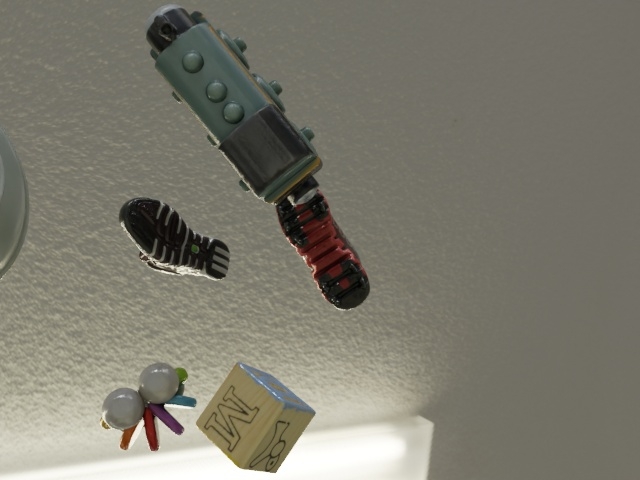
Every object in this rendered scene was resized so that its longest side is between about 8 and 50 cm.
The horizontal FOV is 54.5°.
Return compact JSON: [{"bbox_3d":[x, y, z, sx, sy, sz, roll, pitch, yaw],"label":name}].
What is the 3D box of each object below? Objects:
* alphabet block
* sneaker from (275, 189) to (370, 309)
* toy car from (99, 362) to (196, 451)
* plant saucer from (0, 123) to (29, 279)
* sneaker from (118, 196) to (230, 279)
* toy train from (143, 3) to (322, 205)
[{"bbox_3d":[-0.166,0.463,1.618,0.197,0.193,0.192,-55,-36,-5],"label":"alphabet block"},{"bbox_3d":[0.000,0.000,1.169,0.098,0.135,0.276,-30,-91,3],"label":"sneaker"},{"bbox_3d":[-0.318,0.325,1.186,0.182,0.159,0.136,-36,-102,-17],"label":"toy car"},{"bbox_3d":[-0.560,-0.097,0.852,0.400,0.101,0.400,37,-136,-48],"label":"plant saucer"},{"bbox_3d":[-0.316,0.012,1.194,0.281,0.163,0.106,40,-126,-50],"label":"sneaker"},{"bbox_3d":[-0.122,-0.192,0.896,0.142,0.190,0.334,-38,-92,4],"label":"toy train"}]
